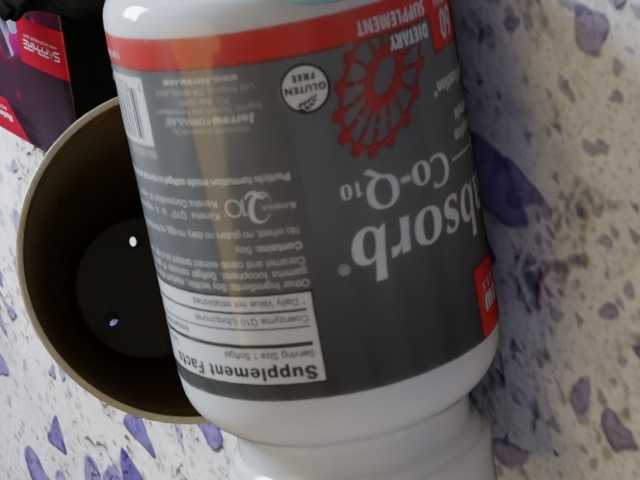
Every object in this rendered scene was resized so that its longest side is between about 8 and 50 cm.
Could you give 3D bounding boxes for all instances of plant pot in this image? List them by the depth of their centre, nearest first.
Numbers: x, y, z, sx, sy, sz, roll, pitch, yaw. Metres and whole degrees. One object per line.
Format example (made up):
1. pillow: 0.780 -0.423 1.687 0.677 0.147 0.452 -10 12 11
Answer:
1. plant pot: -0.118 0.022 1.417 0.254 0.237 0.237 152 97 -75

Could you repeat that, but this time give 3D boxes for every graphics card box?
1. graphics card box: -0.233 -0.258 1.550 0.233 0.094 0.371 29 130 52

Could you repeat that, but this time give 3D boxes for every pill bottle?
1. pill bottle: 0.000 0.000 1.180 0.210 0.210 0.363 17 122 56

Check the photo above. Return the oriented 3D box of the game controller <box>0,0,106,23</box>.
1. game controller: -0.148 -0.252 1.318 0.319 0.166 0.067 -50 50 54

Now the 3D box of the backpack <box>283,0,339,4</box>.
1. backpack: 0.016 -0.241 0.966 0.253 0.191 0.225 -26 83 24
